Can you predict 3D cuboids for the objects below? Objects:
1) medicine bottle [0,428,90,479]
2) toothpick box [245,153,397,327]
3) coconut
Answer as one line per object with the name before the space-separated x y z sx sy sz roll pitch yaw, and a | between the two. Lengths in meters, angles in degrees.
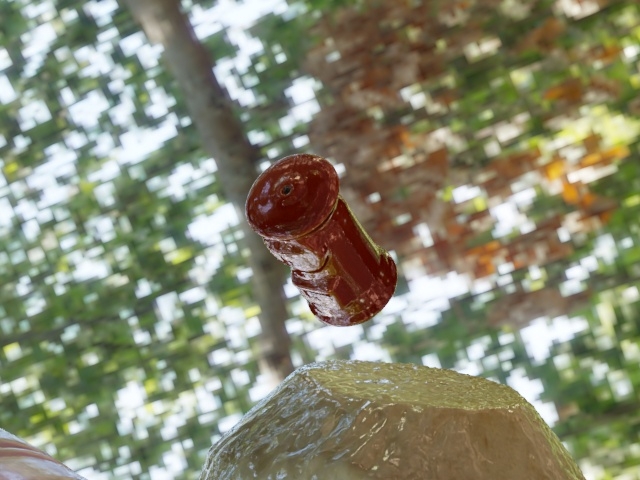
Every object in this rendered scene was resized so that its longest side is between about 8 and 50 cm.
medicine bottle | -0.283 0.246 1.442 0.202 0.316 0.202 -5 -81 -33
toothpick box | 0.000 0.000 0.831 0.083 0.047 0.047 55 -151 -50
coconut | 0.046 0.247 1.210 0.329 0.328 0.329 37 -138 -43
